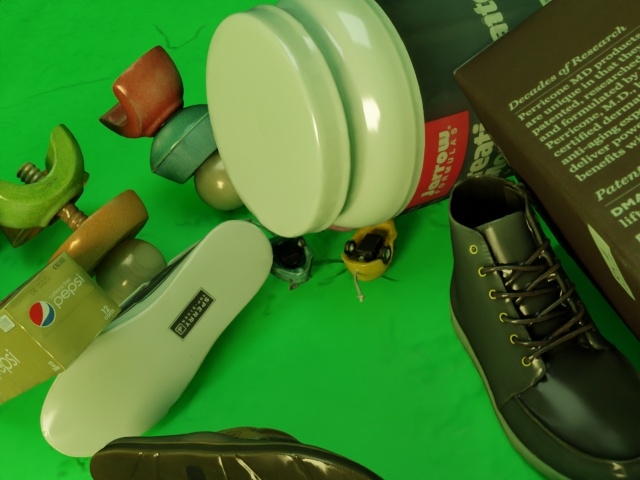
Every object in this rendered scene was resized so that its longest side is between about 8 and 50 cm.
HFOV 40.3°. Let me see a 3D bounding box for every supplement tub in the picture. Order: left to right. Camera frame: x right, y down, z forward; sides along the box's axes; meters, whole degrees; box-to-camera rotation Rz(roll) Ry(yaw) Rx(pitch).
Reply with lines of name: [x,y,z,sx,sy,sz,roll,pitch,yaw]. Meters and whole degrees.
supplement tub: [0.067,-0.121,0.696,0.272,0.191,0.191,-20,34,-27]

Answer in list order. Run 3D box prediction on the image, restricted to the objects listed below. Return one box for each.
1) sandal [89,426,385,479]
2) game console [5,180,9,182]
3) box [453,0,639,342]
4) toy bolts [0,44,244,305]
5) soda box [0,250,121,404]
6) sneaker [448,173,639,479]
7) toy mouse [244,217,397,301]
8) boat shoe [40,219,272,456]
sandal: [-0.042,0.152,0.531,0.219,0.090,0.060,-3,16,29]
game console: [-0.460,0.035,0.815,0.361,0.044,0.213,-34,20,-34]
box: [0.227,0.003,0.476,0.143,0.191,0.381,-34,32,10]
toy bolts: [-0.174,-0.038,0.812,0.228,0.158,0.218,-48,5,-22]
soda box: [-0.219,0.072,0.632,0.181,0.058,0.061,-27,20,47]
sneaker: [0.134,0.054,0.542,0.083,0.118,0.222,-23,37,-9]
toy mouse: [0.000,0.000,0.737,0.143,0.031,0.161,5,41,25]
boat shoe: [-0.123,0.074,0.664,0.219,0.078,0.070,-46,12,-23]
